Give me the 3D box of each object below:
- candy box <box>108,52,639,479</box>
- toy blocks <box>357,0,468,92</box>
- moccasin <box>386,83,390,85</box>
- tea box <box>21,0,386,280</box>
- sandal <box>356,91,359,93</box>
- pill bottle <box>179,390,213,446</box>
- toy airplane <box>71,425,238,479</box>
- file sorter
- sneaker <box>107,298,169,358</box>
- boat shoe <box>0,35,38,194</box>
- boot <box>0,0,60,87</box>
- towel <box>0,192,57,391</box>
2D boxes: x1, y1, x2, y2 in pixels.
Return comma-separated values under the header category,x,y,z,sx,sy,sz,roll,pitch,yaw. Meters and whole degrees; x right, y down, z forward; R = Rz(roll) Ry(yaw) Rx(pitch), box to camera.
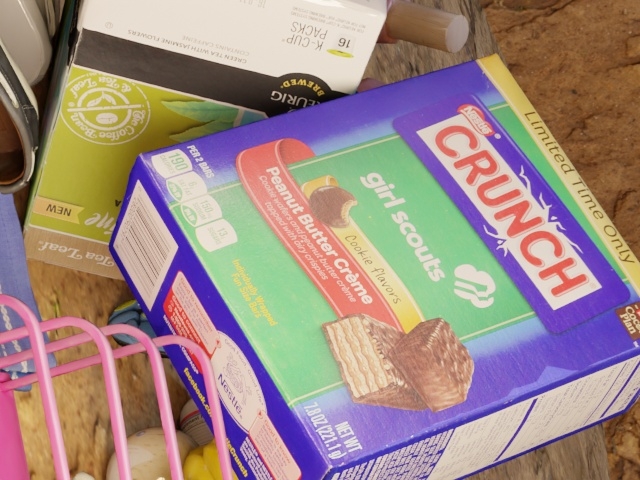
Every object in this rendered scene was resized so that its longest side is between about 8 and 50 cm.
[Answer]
category,x,y,z,sx,sy,sz,roll,pitch,yaw
candy box,0.054,0.033,1.374,0.268,0.317,0.122,57,-35,23
toy blocks,-0.032,-0.106,2.059,0.289,0.260,0.309,-23,123,-46
moccasin,0.020,-0.090,2.338,0.342,0.117,0.137,-54,133,-69
tea box,-0.095,-0.178,1.580,0.329,0.220,0.323,-89,-165,-49
sandal,0.000,-0.002,1.752,0.446,0.107,0.167,120,-22,-62
pill bottle,-0.081,0.188,1.747,0.087,0.087,0.160,48,30,-56
toy airplane,-0.058,0.248,1.541,0.384,0.272,0.386,-55,149,-21
file sorter,-0.195,0.147,1.182,0.291,0.182,0.202,18,56,-64
sneaker,-0.094,0.097,1.671,0.067,0.188,0.078,-74,175,-46
boat shoe,-0.267,-0.128,1.359,0.079,0.084,0.233,-94,160,-45
boot,-0.277,-0.254,1.563,0.123,0.095,0.258,-89,167,-63
towel,-0.291,-0.028,1.354,0.336,0.040,0.243,27,47,-68
